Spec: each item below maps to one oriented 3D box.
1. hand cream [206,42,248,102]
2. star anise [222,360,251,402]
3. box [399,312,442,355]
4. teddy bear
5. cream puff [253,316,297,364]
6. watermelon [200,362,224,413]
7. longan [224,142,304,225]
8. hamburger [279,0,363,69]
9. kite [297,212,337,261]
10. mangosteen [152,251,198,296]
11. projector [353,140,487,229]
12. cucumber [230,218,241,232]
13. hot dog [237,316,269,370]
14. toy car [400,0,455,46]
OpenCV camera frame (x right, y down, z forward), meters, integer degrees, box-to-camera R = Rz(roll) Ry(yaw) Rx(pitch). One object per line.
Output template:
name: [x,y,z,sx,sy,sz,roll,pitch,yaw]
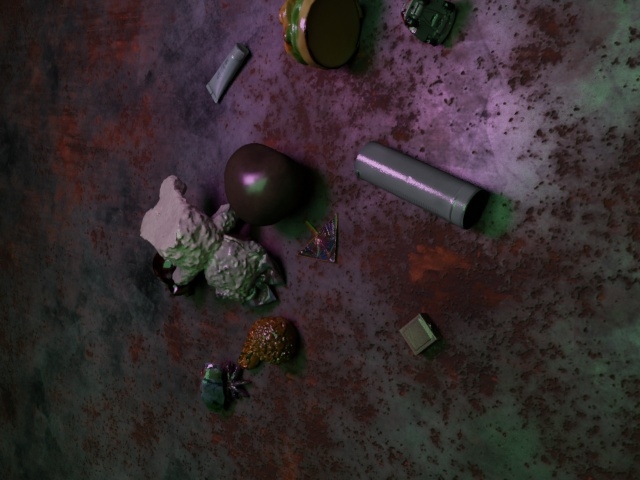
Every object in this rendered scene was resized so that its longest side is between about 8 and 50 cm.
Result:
hand cream: [-0.298,-0.533,1.980,0.205,0.049,0.078,-45,68,35]
star anise: [-0.282,0.454,2.002,0.141,0.042,0.141,0,90,37]
box: [0.254,0.234,1.578,0.083,0.035,0.079,-44,66,29]
teddy bear: [-0.328,0.017,1.930,0.328,0.362,0.375,-58,34,10]
cream puff: [-0.136,0.295,1.829,0.126,0.103,0.144,-13,91,12]
watermelon: [-0.362,0.467,2.025,0.139,0.071,0.187,-139,47,-60]
longan: [-0.166,-0.164,1.781,0.245,0.215,0.246,3,100,16]
hamburger: [-0.013,-0.569,1.648,0.148,0.237,0.237,24,106,39]
kite: [0.000,0.000,1.786,0.190,0.010,0.159,-45,64,28]
mangosteen: [-0.466,0.091,2.064,0.172,0.172,0.184,-24,80,36]
projector: [0.238,-0.140,1.534,0.337,0.108,0.108,31,110,33]
cucumber: [-0.277,-0.070,1.974,0.056,0.056,0.250,50,120,25]
hot dog: [-0.203,0.320,1.926,0.072,0.055,0.188,35,113,33]
toy car: [0.241,-0.546,1.510,0.112,0.139,0.112,45,113,49]
